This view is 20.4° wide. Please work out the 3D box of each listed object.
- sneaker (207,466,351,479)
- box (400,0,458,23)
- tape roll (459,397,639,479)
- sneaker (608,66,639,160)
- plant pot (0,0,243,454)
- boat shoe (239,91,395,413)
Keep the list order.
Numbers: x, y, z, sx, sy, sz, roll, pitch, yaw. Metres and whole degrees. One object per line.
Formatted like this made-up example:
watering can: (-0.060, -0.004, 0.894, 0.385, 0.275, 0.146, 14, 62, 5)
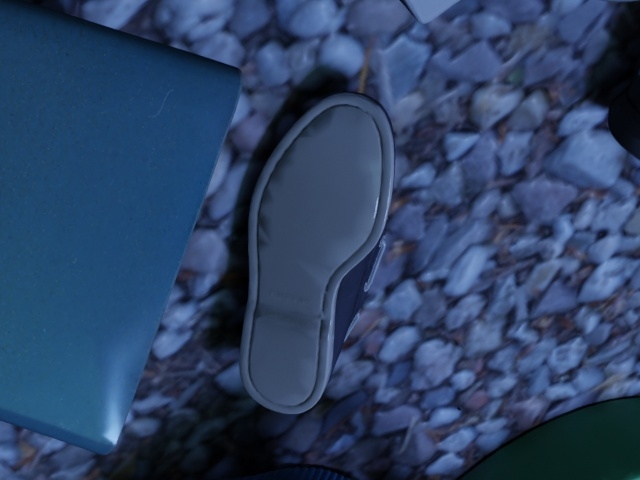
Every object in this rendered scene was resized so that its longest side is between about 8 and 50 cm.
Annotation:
sneaker: (-0.042, 0.206, 1.148, 0.229, 0.087, 0.092, 6, 134, -32)
box: (0.016, -0.217, 0.708, 0.119, 0.181, 0.182, -36, 139, -2)
tape roll: (0.191, 0.263, 1.362, 0.321, 0.077, 0.321, -19, 136, -19)
sneaker: (0.304, -0.097, 1.086, 0.267, 0.101, 0.106, -6, 128, -31)
plant pot: (-0.188, -0.038, 0.722, 0.234, 0.165, 0.165, 20, 90, -30)
boat shoe: (0.000, 0.000, 1.011, 0.065, 0.075, 0.206, -55, 162, -58)
